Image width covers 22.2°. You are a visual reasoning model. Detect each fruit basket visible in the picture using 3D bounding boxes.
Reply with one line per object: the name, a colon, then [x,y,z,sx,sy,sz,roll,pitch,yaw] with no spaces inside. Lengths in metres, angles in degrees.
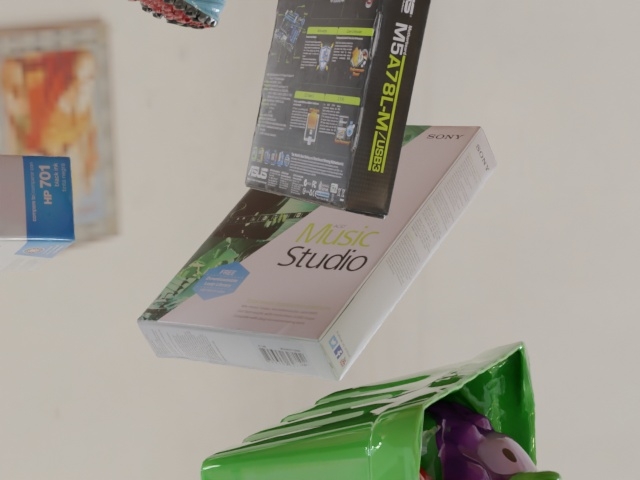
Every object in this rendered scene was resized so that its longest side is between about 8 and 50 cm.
fruit basket: [0.138,0.229,1.154,0.392,0.283,0.392,-3,-177,0]

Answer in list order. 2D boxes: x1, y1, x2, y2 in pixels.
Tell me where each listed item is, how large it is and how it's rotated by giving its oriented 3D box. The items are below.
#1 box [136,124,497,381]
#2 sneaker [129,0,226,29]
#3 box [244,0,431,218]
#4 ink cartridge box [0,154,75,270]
box: [0.000,0.000,1.600,0.232,0.058,0.322,4,-139,39]
sneaker: [-0.194,-0.322,1.659,0.104,0.125,0.262,6,160,48]
box: [0.010,-0.118,1.224,0.045,0.184,0.191,12,-179,-26]
ink cartridge box: [-0.321,-0.022,1.402,0.191,0.082,0.139,2,167,-25]
